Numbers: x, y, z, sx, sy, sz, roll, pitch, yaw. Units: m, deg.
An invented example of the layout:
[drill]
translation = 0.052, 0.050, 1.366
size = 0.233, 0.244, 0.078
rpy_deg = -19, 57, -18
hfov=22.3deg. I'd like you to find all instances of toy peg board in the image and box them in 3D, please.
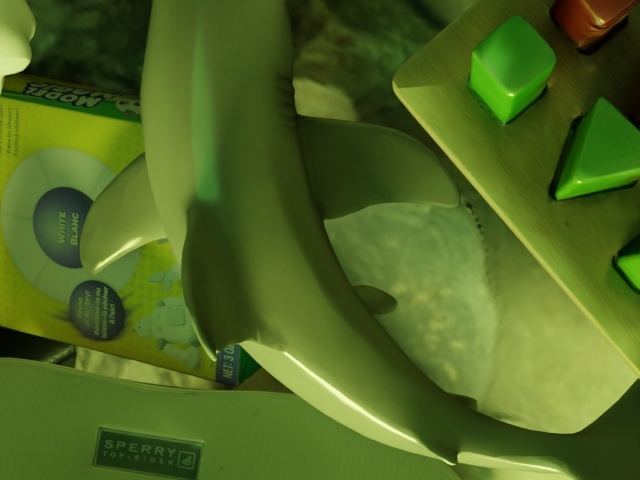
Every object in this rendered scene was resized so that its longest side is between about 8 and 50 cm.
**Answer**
[toy peg board]
translation = 0.132, -0.044, 0.493
size = 0.160, 0.079, 0.161
rpy_deg = -40, 87, 1

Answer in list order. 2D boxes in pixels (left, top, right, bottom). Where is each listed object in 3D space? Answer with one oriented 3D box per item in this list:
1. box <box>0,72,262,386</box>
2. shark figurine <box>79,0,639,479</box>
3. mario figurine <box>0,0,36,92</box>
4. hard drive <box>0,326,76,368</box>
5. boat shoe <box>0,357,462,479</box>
[box]
translation = -0.102, -0.012, 0.678
size = 0.179, 0.043, 0.105
rpy_deg = 12, 110, 24
[shark figurine]
translation = 0.004, 0.028, 0.568
size = 0.166, 0.116, 0.278
rpy_deg = -41, 94, 22
[mario figurine]
translation = -0.193, -0.085, 0.644
size = 0.170, 0.198, 0.320
rpy_deg = 29, 106, -5
[hard drive]
translation = -0.249, 0.171, 0.798
size = 0.237, 0.064, 0.339
rpy_deg = 20, 115, 20
[boat shoe]
translation = -0.049, 0.099, 0.659
size = 0.227, 0.081, 0.079
rpy_deg = 14, 74, -6
